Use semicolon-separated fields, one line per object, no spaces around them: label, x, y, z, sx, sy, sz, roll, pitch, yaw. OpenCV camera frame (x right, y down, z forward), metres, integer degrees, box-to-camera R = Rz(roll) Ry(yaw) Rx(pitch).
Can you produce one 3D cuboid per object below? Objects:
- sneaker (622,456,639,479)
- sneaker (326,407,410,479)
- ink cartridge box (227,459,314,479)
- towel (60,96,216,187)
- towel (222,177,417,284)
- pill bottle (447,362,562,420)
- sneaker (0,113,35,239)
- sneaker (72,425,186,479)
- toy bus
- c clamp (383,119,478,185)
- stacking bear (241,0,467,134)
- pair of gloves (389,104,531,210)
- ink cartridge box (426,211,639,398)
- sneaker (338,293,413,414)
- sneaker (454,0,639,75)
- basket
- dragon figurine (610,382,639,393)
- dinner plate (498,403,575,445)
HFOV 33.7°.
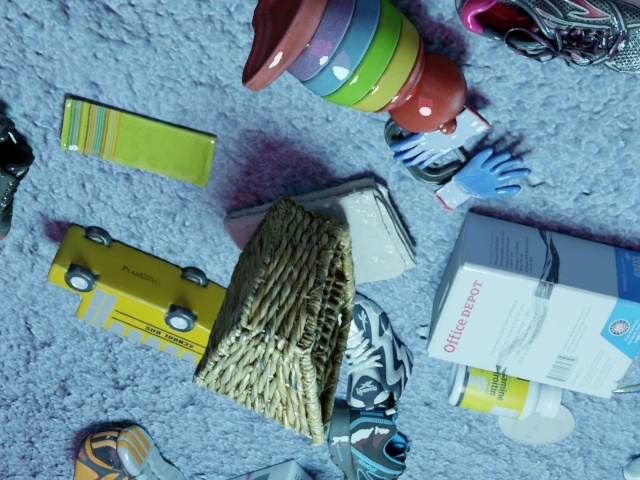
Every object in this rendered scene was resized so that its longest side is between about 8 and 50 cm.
sneaker;0.640;0.392;1.924;0.190;0.071;0.083;-19;121;17
sneaker;0.109;0.452;2.049;0.139;0.125;0.341;-7;133;11
ink cartridge box;-0.088;0.586;2.215;0.353;0.119;0.207;-23;121;30
towel;-0.283;-0.150;1.632;0.237;0.021;0.102;15;135;-3
towel;0.000;0.000;1.697;0.282;0.049;0.187;-11;128;23
pill bottle;0.318;0.253;1.827;0.184;0.103;0.103;12;134;0
sneaker;-0.518;-0.098;1.676;0.135;0.098;0.276;9;133;7
sneaker;-0.402;0.516;2.236;0.180;0.125;0.321;-10;120;26
toy bus;-0.301;0.100;1.814;0.332;0.108;0.130;23;135;-11
c clamp;0.177;-0.137;1.550;0.137;0.022;0.160;-26;125;37
stacking bear;0.066;-0.236;1.393;0.289;0.175;0.164;25;141;-24
pair of gloves;0.199;-0.117;1.530;0.159;0.023;0.198;-27;125;37
ink cartridge box;0.344;0.105;1.663;0.307;0.129;0.223;13;134;-1
sneaker;0.075;0.206;1.801;0.094;0.153;0.235;-17;127;24
sneaker;0.308;-0.264;1.335;0.299;0.112;0.121;15;134;-3
basket;-0.021;0.103;1.558;0.223;0.299;0.213;28;131;-10
dragon figurine;0.588;0.270;1.723;0.085;0.289;0.144;13;108;47
dinner plate;0.400;0.341;1.956;0.141;0.017;0.141;7;135;7
